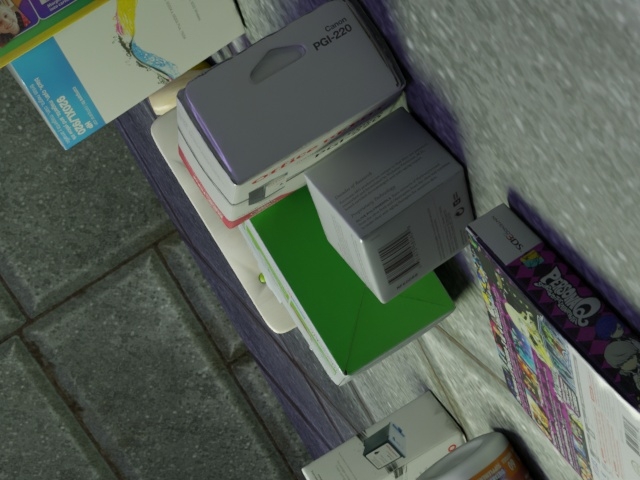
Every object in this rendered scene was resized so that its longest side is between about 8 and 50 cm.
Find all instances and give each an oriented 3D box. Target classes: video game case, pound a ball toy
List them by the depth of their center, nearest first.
[{"bbox_3d":[0.197,0.111,1.065,0.210,0.042,0.232,50,168,39],"label":"video game case"},{"bbox_3d":[-0.073,-0.070,1.636,0.319,0.136,0.208,59,-177,-3],"label":"pound a ball toy"}]

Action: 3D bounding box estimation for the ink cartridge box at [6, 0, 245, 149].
[{"bbox_3d":[-0.229,-0.250,1.474,0.171,0.233,0.168,51,171,33],"label":"ink cartridge box"}]

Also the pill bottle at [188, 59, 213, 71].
[{"bbox_3d":[-0.149,-0.203,1.819,0.083,0.043,0.043,44,164,54],"label":"pill bottle"}]

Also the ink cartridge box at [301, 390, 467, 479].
[{"bbox_3d":[0.090,0.296,1.800,0.082,0.191,0.139,51,169,39],"label":"ink cartridge box"}]

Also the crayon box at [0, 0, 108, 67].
[{"bbox_3d":[-0.236,-0.282,1.250,0.081,0.278,0.165,46,166,46],"label":"crayon box"}]

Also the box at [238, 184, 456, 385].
[{"bbox_3d":[0.000,0.000,1.391,0.262,0.127,0.231,58,176,7],"label":"box"}]

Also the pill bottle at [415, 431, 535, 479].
[{"bbox_3d":[0.201,0.322,1.528,0.216,0.121,0.121,56,171,-1],"label":"pill bottle"}]

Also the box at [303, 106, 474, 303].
[{"bbox_3d":[0.057,-0.028,1.141,0.087,0.102,0.101,49,169,34],"label":"box"}]

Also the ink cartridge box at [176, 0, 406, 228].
[{"bbox_3d":[-0.030,-0.099,1.171,0.092,0.159,0.218,58,171,6],"label":"ink cartridge box"}]
